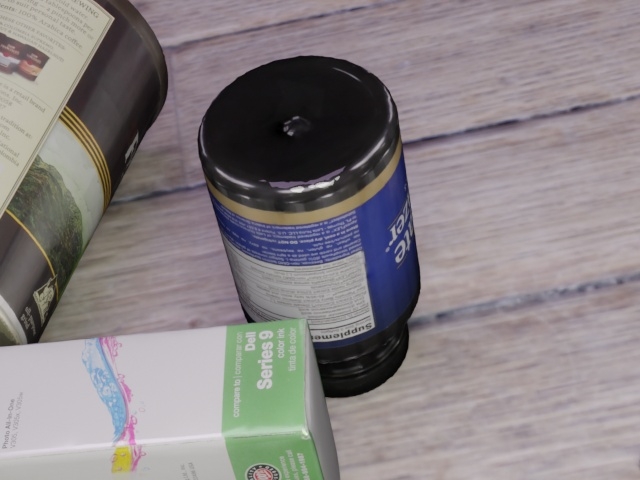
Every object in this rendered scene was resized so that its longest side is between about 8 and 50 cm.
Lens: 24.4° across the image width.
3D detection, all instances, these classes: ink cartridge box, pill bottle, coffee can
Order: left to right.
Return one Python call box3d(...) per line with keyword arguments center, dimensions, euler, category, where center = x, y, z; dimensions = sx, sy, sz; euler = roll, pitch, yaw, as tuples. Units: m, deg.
box3d(center=(-0.250, -0.049, 1.054), dimensions=(0.202, 0.201, 0.275), euler=(7, 50, 17), category="coffee can")
box3d(center=(-0.100, 0.134, 0.890), dimensions=(0.212, 0.154, 0.093), euler=(-7, 47, 5), category="ink cartridge box")
box3d(center=(0.000, 0.000, 0.949), dimensions=(0.123, 0.219, 0.123), euler=(-6, 48, 6), category="pill bottle")
